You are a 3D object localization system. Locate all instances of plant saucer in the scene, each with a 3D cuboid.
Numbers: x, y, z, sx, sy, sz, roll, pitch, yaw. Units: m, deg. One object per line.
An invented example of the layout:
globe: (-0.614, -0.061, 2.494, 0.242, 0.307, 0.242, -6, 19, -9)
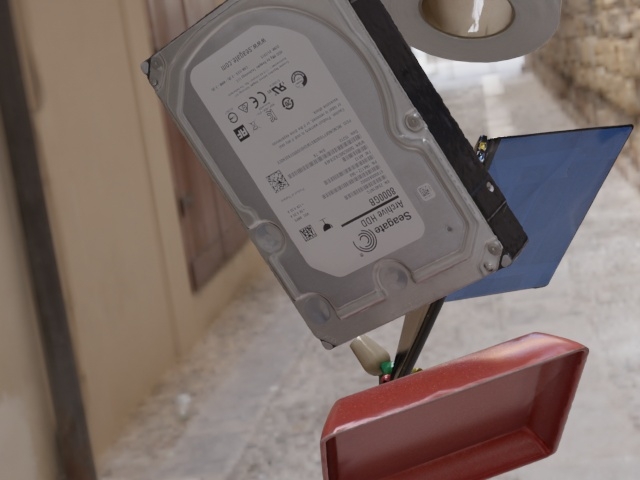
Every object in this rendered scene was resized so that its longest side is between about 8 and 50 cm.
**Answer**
plant saucer: (0.119, 0.183, 1.196, 0.259, 0.047, 0.258, -17, -31, -8)

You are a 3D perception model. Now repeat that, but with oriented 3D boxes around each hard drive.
hard drive: (0.008, -0.082, 1.149, 0.237, 0.339, 0.064, -28, 9, 35)

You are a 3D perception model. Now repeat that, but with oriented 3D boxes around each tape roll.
tape roll: (0.231, -0.390, 1.883, 0.286, 0.100, 0.286, 9, -24, 4)

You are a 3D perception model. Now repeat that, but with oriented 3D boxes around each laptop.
laptop: (0.284, 0.047, 1.860, 0.236, 0.382, 0.407, 18, 44, 0)

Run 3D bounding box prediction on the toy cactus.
toy cactus: (0.113, 0.239, 2.056, 0.112, 0.180, 0.219, -42, -15, -3)
